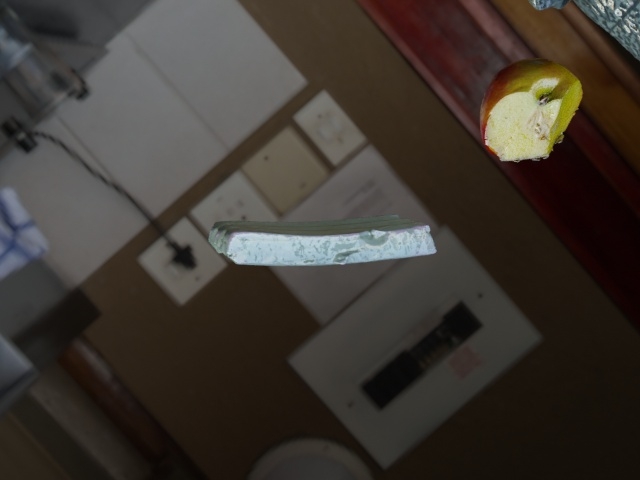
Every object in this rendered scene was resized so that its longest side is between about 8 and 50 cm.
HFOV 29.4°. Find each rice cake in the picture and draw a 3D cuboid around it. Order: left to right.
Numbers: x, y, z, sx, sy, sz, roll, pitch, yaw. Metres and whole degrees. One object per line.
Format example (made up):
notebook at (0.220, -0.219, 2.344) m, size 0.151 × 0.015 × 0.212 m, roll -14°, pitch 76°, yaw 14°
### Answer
rice cake at (0.000, 0.000, 1.326) m, size 0.237 × 0.043 × 0.127 m, roll -3°, pitch -173°, yaw -19°

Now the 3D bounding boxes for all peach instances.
peach at (0.269, -0.174, 1.554) m, size 0.151 × 0.151 × 0.118 m, roll -39°, pitch -137°, yaw 23°

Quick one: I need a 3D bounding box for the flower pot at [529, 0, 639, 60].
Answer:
flower pot at (0.404, -0.391, 1.606) m, size 0.299 × 0.283 × 0.299 m, roll -47°, pitch 177°, yaw -4°
